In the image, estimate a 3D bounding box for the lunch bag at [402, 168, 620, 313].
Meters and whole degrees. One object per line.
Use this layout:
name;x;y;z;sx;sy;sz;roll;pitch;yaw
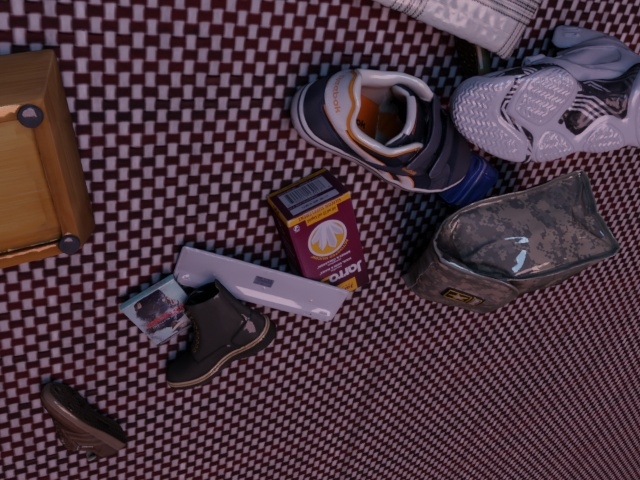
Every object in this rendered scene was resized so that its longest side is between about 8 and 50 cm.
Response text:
lunch bag;0.291;0.023;1.069;0.287;0.168;0.235;-16;166;-8

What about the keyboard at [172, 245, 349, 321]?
keyboard;-0.087;0.066;0.962;0.256;0.014;0.072;16;124;-16

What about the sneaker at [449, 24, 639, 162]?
sneaker;0.345;-0.223;0.964;0.366;0.210;0.137;-4;125;-10

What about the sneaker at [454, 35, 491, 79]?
sneaker;0.232;-0.316;0.906;0.086;0.064;0.192;-28;129;-4

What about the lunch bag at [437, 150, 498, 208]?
lunch bag;0.232;-0.099;1.063;0.065;0.067;0.098;21;111;-39

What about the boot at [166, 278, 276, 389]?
boot;-0.186;0.138;0.979;0.198;0.077;0.137;-33;126;13

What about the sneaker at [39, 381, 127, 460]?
sneaker;-0.373;0.286;0.983;0.071;0.066;0.188;-34;132;-3

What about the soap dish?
soap dish;-0.400;-0.061;0.680;0.291;0.118;0.228;-16;129;-22

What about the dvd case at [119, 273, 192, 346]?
dvd case;-0.231;0.106;0.959;0.087;0.013;0.119;-31;144;-7

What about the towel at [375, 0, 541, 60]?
towel;0.177;-0.413;0.765;0.324;0.056;0.312;17;112;-23

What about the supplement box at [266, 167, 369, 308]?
supplement box;0.000;0.000;0.987;0.104;0.081;0.188;-27;132;-12

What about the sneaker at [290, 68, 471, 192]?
sneaker;0.122;-0.145;0.902;0.321;0.127;0.126;11;80;-36
